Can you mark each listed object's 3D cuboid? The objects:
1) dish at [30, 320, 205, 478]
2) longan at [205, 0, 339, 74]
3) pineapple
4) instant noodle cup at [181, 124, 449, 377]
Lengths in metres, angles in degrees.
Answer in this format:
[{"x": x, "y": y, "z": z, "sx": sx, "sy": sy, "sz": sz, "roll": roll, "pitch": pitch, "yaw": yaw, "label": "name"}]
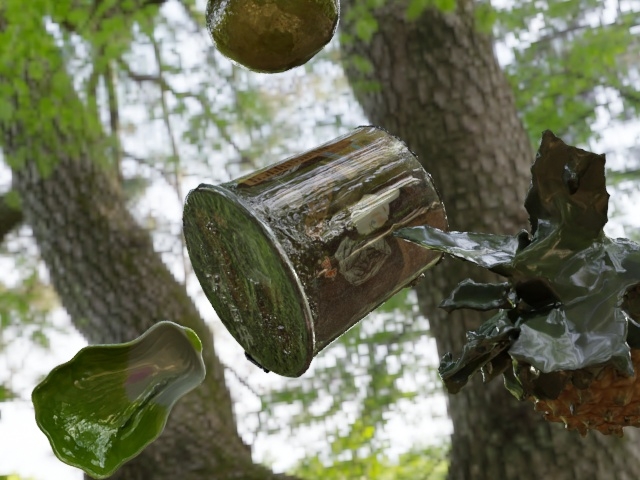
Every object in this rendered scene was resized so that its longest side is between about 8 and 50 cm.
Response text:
[{"x": -0.151, "y": 0.114, "z": 0.968, "sx": 0.137, "sy": 0.091, "sz": 0.039, "roll": -35, "pitch": 4, "yaw": -10, "label": "dish"}, {"x": -0.062, "y": -0.267, "z": 1.395, "sx": 0.176, "sy": 0.155, "sz": 0.145, "roll": 28, "pitch": -19, "yaw": -2, "label": "longan"}, {"x": 0.122, "y": 0.037, "z": 0.642, "sx": 0.130, "sy": 0.119, "sz": 0.277, "roll": 13, "pitch": -8, "yaw": 19, "label": "pineapple"}, {"x": 0.000, "y": 0.000, "z": 1.291, "sx": 0.207, "sy": 0.217, "sz": 0.217, "roll": -30, "pitch": -10, "yaw": -27, "label": "instant noodle cup"}]
